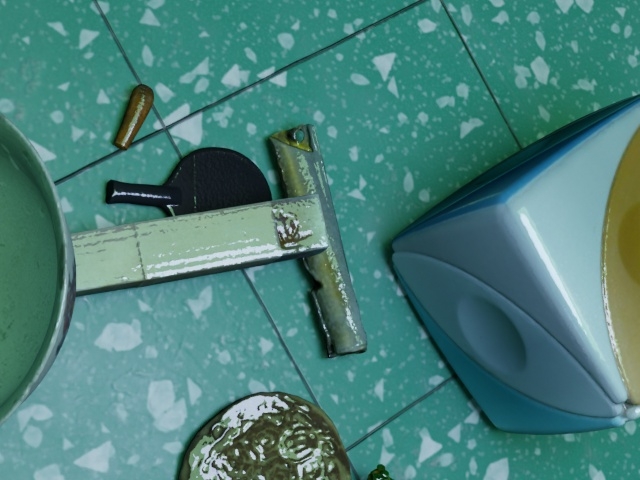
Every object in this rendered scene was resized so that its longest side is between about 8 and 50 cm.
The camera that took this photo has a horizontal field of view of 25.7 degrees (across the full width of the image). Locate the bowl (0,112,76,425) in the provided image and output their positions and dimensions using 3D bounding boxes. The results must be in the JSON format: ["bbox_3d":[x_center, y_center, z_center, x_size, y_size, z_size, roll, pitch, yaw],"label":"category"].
[{"bbox_3d":[-0.427,0.056,1.598,0.196,0.435,0.434,26,61,-66],"label":"bowl"}]

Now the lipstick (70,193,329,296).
[{"bbox_3d":[-0.178,0.009,1.802,0.371,0.076,0.079,-9,84,-19],"label":"lipstick"}]

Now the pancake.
[{"bbox_3d":[-0.065,0.319,1.842,0.250,0.031,0.250,5,78,-24],"label":"pancake"}]

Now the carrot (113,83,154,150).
[{"bbox_3d":[-0.247,-0.164,1.859,0.032,0.032,0.093,27,72,-18],"label":"carrot"}]

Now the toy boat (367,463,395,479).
[{"bbox_3d":[0.120,0.403,1.880,0.089,0.088,0.229,-32,93,-28],"label":"toy boat"}]

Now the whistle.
[{"bbox_3d":[0.000,0.000,1.922,0.068,0.057,0.326,-16,84,16],"label":"whistle"}]

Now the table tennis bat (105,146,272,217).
[{"bbox_3d":[-0.171,-0.056,1.874,0.236,0.027,0.150,4,78,-26],"label":"table tennis bat"}]

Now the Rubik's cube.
[{"bbox_3d":[0.353,0.039,1.919,0.347,0.351,0.352,-34,97,-27],"label":"Rubik's cube"}]
